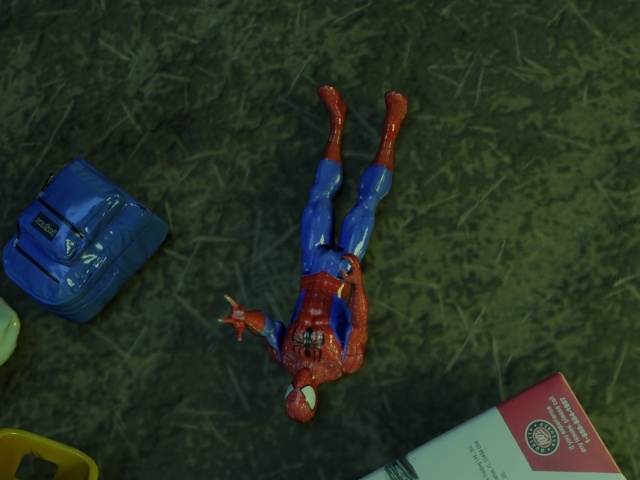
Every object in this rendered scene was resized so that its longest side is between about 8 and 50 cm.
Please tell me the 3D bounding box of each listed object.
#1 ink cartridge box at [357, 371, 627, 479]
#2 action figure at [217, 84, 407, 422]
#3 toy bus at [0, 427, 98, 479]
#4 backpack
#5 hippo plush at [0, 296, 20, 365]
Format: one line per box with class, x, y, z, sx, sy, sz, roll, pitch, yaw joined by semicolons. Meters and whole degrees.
ink cartridge box;0.114;0.232;0.972;0.237;0.100;0.172;-29;57;2
action figure;0.000;0.000;1.079;0.091;0.139;0.280;6;75;17
toy bus;-0.245;0.246;1.061;0.202;0.191;0.104;-19;24;6
backpack;-0.208;0.000;1.146;0.098;0.101;0.120;37;86;29
hippo plush;-0.392;0.129;1.117;0.236;0.234;0.294;-57;48;23
